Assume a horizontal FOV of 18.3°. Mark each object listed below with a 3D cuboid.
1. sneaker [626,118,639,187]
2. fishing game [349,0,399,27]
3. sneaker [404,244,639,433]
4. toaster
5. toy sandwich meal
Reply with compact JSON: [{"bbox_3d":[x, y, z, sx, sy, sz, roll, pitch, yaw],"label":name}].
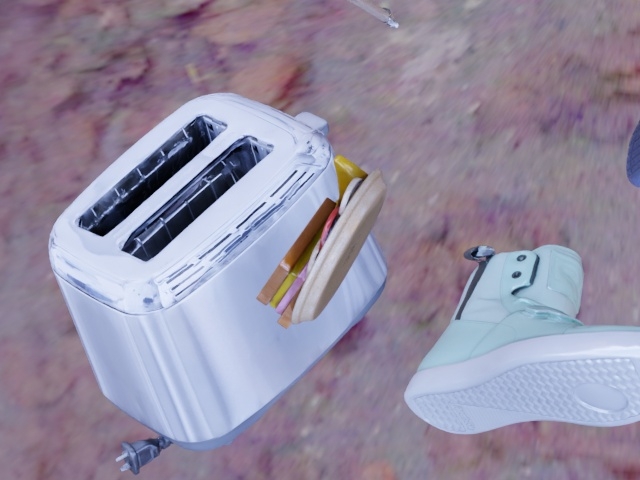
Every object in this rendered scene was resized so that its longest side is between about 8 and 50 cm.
[{"bbox_3d":[0.300,-0.097,1.650,0.059,0.053,0.144,35,63,-12],"label":"sneaker"},{"bbox_3d":[-0.064,-0.232,1.227,0.264,0.189,0.041,43,99,23],"label":"fishing game"},{"bbox_3d":[0.176,0.055,1.448,0.094,0.151,0.256,41,149,-27],"label":"sneaker"},{"bbox_3d":[-0.069,0.018,1.203,0.129,0.227,0.146,27,150,39],"label":"toaster"},{"bbox_3d":[0.000,0.000,0.863,0.029,0.085,0.085,29,103,7],"label":"toy sandwich meal"}]
